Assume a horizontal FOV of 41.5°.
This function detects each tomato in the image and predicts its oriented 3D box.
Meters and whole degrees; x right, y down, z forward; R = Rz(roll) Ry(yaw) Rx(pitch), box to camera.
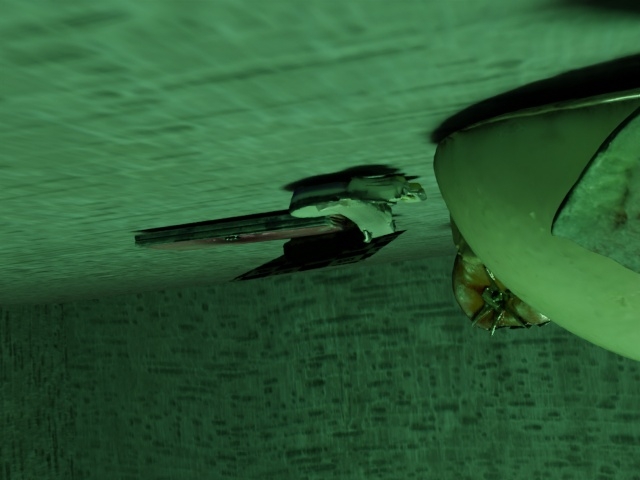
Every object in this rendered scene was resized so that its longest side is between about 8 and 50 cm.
[{"bbox_3d":[0.301,0.039,1.362,0.214,0.155,0.181,-21,-159,52],"label":"tomato"}]

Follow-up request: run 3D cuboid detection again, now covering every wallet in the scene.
[{"bbox_3d":[-0.090,-0.011,1.007,0.232,0.025,0.119,-7,177,14],"label":"wallet"}]

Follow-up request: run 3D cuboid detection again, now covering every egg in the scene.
[{"bbox_3d":[0.210,-0.004,0.556,0.264,0.174,0.286,0,176,-31],"label":"egg"}]

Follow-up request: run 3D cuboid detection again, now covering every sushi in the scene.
[{"bbox_3d":[0.000,0.000,1.103,0.192,0.040,0.210,-10,-173,25],"label":"sushi"}]

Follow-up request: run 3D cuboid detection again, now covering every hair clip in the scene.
[{"bbox_3d":[0.032,-0.031,0.772,0.116,0.049,0.172,-13,171,20],"label":"hair clip"}]

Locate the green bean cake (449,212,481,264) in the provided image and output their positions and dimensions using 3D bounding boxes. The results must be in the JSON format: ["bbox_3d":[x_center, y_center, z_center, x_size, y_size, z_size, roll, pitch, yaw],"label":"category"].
[{"bbox_3d":[0.224,-0.022,0.920,0.109,0.085,0.179,-6,175,-16],"label":"green bean cake"}]

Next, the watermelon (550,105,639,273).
[{"bbox_3d":[0.259,-0.037,0.287,0.260,0.176,0.256,-28,-170,-16],"label":"watermelon"}]
